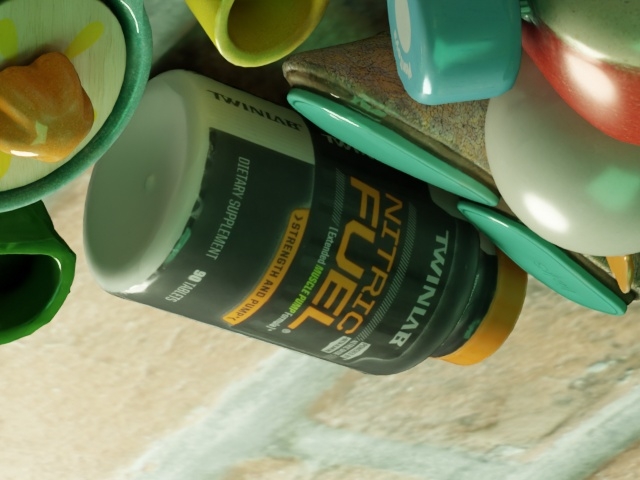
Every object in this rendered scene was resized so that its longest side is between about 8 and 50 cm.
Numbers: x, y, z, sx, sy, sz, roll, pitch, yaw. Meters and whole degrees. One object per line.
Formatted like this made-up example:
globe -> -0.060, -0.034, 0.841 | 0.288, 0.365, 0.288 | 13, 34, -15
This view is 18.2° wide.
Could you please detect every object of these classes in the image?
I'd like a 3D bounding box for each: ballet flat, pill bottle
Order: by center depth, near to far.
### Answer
ballet flat -> 0.093, -0.060, 1.052 | 0.108, 0.106, 0.316 | 22, 174, 38
pill bottle -> 0.000, 0.000, 1.131 | 0.246, 0.130, 0.130 | 19, 141, -32

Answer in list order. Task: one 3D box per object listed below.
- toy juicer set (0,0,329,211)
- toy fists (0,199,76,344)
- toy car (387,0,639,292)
toy juicer set -> -0.145, -0.093, 0.879 | 0.329, 0.089, 0.209 | -34, 144, -15
toy fists -> -0.275, 0.011, 1.058 | 0.279, 0.142, 0.096 | -13, 133, -30
toy car -> 0.127, -0.086, 0.911 | 0.219, 0.210, 0.238 | -9, 138, -9
